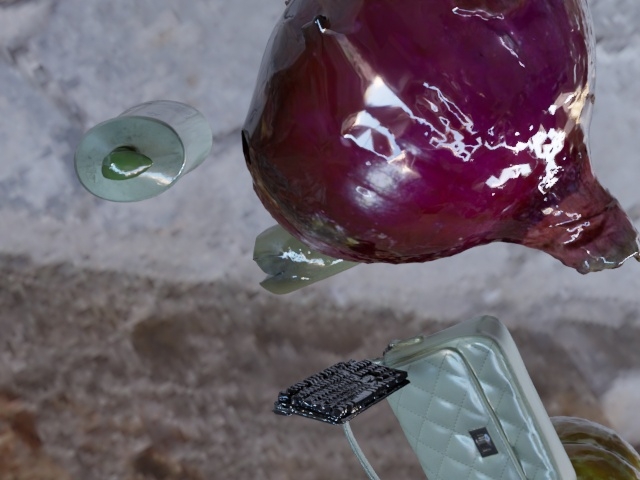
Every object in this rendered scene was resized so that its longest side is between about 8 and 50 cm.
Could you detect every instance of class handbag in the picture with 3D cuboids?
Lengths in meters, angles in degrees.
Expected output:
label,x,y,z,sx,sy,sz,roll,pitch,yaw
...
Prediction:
label,x,y,z,sx,sy,sz,roll,pitch,yaw
handbag,0.140,0.219,1.822,0.219,0.256,0.079,-23,-169,22

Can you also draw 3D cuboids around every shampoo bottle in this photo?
label,x,y,z,sx,sy,sz,roll,pitch,yaw
shampoo bottle,-0.183,-0.089,1.704,0.118,0.087,0.234,-8,-171,6

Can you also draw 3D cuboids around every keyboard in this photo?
label,x,y,z,sx,sy,sz,roll,pitch,yaw
keyboard,0.026,0.145,1.650,0.231,0.072,0.023,-15,115,-70

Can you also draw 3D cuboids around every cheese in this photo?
label,x,y,z,sx,sy,sz,roll,pitch,yaw
cheese,0.000,0.000,2.087,0.175,0.091,0.202,-24,-178,39

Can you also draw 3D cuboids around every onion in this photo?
label,x,y,z,sx,sy,sz,roll,pitch,yaw
onion,0.126,-0.099,1.471,0.348,0.385,0.348,-47,173,-8

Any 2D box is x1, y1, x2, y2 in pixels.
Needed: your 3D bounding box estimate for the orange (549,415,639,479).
label,x,y,z,sx,sy,sz,roll,pitch,yaw
orange,0.298,0.386,2.138,0.249,0.329,0.329,-3,145,1
